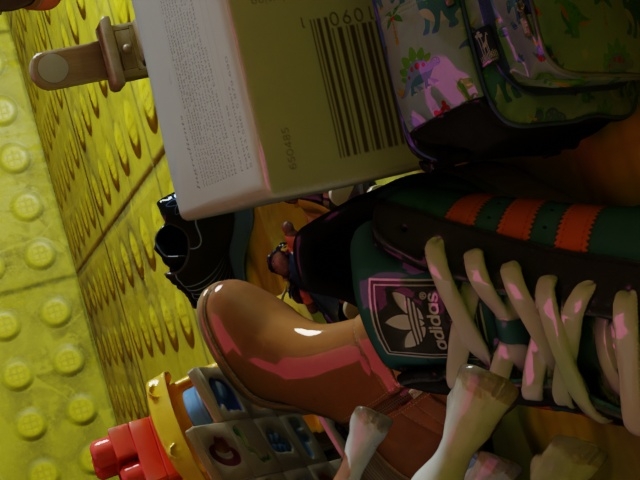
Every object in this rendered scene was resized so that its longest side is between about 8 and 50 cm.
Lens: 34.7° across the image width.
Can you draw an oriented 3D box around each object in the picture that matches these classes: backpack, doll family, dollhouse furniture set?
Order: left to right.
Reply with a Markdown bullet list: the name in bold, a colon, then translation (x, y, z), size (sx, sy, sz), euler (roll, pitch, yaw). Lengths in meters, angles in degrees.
- **dollhouse furniture set**: translation (-0.245, -0.319, 1.020), size (0.355, 0.173, 0.303), euler (174, 81, -71)
- **doll family**: translation (0.000, 0.000, 0.718), size (0.111, 0.076, 0.193), euler (16, 116, 46)
- **backpack**: translation (0.077, -0.095, 0.405), size (0.084, 0.105, 0.114), euler (-27, 77, 48)

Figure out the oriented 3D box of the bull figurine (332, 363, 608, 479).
- **bull figurine**: translation (0.037, 0.159, 0.405), size (0.188, 0.101, 0.310), euler (-65, 8, -17)

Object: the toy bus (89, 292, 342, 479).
- **toy bus**: translation (-0.093, 0.161, 0.898), size (0.220, 0.211, 0.149), euler (109, 143, -56)

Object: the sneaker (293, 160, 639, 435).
- **sneaker**: translation (0.086, 0.032, 0.436), size (0.302, 0.121, 0.108), euler (-158, 57, -65)

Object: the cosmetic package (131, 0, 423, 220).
- **cosmetic package**: translation (0.000, -0.102, 0.531), size (0.183, 0.151, 0.151), euler (174, 83, -70)

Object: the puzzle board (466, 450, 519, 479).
- **puzzle board**: translation (0.100, 0.172, 0.598), size (0.096, 0.011, 0.128), euler (35, 146, 16)

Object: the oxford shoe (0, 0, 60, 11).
- **oxford shoe**: translation (-0.308, -0.353, 0.964), size (0.097, 0.098, 0.271), euler (6, 107, 45)

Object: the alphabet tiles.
- **alphabet tiles**: translation (-0.001, 0.168, 0.681), size (0.198, 0.009, 0.237), euler (58, -164, 18)

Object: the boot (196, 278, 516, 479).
- **boot**: translation (0.023, 0.064, 0.630), size (0.197, 0.073, 0.152), euler (40, 139, 3)

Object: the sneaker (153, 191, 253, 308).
- **sneaker**: translation (-0.126, 0.023, 1.065), size (0.232, 0.090, 0.081), euler (98, 150, -48)
